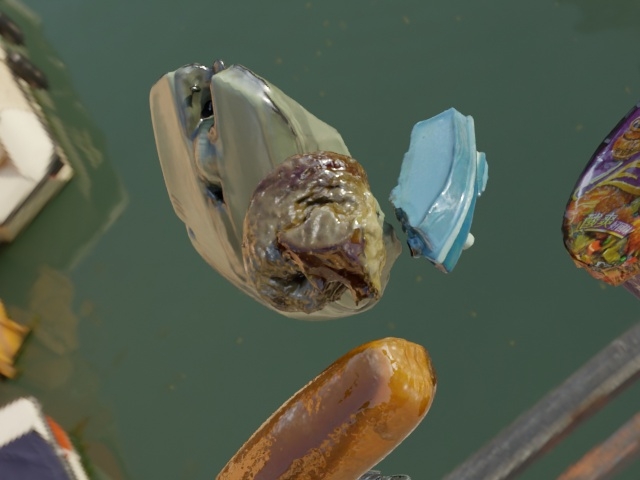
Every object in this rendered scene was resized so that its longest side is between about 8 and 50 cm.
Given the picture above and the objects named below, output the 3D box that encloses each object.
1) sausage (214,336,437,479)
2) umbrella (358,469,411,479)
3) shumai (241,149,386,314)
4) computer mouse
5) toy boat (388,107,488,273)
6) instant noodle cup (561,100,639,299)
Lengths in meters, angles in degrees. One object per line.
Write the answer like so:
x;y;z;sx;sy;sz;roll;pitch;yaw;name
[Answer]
-0.001;0.170;0.951;0.238;0.098;0.098;-44;42;20;sausage
0.052;0.451;2.063;0.236;0.059;0.066;-8;99;18;umbrella
0.000;-0.010;0.996;0.105;0.123;0.139;157;126;-66;shumai
-0.060;-0.025;1.349;0.228;0.429;0.145;8;54;35;computer mouse
0.151;-0.053;1.371;0.109;0.098;0.237;-24;33;31;toy boat
0.328;-0.012;0.812;0.251;0.190;0.251;-42;17;16;instant noodle cup
